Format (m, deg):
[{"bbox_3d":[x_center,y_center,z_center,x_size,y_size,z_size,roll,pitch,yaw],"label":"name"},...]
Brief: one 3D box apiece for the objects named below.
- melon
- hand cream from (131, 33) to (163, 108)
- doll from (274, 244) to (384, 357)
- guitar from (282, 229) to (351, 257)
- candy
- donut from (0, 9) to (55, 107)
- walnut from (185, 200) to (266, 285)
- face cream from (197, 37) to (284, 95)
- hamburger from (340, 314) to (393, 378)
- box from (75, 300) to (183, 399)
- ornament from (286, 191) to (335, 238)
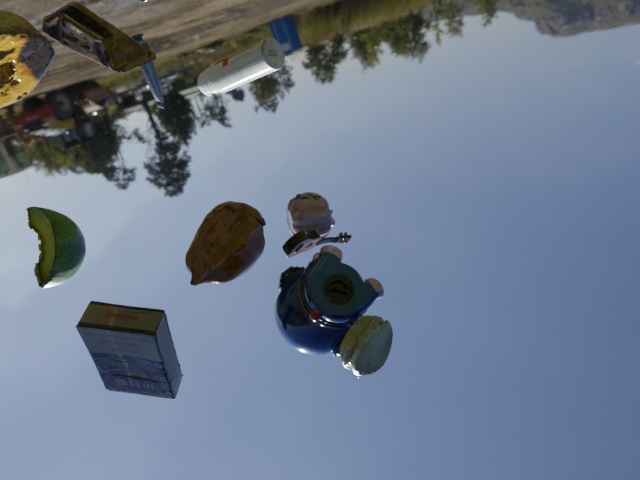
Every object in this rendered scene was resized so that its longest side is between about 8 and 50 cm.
[{"bbox_3d":[-0.821,0.007,1.777,0.129,0.265,0.169,-19,170,27],"label":"melon"},{"bbox_3d":[-0.607,-0.594,1.949,0.055,0.256,0.088,-25,-149,-25],"label":"hand cream"},{"bbox_3d":[0.005,0.174,1.453,0.240,0.284,0.310,-35,171,-25],"label":"doll"},{"bbox_3d":[-0.001,-0.002,1.562,0.271,0.038,0.084,-10,152,-51],"label":"guitar"},{"bbox_3d":[-0.570,-0.511,1.414,0.143,0.271,0.101,-59,178,-42],"label":"candy"},{"bbox_3d":[-0.483,-0.265,0.807,0.178,0.065,0.162,-36,175,22],"label":"donut"},{"bbox_3d":[-0.284,0.023,1.623,0.208,0.209,0.336,-6,-144,31],"label":"walnut"},{"bbox_3d":[-0.265,-0.539,1.746,0.345,0.102,0.102,-6,-158,40],"label":"face cream"},{"bbox_3d":[0.101,0.222,1.160,0.062,0.133,0.140,27,-178,38],"label":"hamburger"},{"bbox_3d":[-0.484,0.290,1.433,0.198,0.310,0.084,6,-134,4],"label":"box"},{"bbox_3d":[-0.032,-0.080,1.914,0.177,0.178,0.177,-16,-161,5],"label":"ornament"}]
